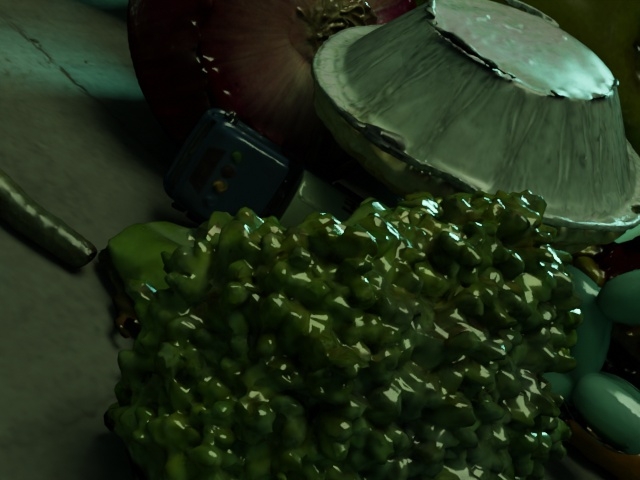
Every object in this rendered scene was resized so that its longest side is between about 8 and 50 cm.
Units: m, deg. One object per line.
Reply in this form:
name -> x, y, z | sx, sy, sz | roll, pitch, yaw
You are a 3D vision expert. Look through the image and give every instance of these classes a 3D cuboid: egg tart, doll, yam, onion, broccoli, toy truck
egg tart -> 0.108, -0.087, 0.629 | 0.234, 0.094, 0.234 | 16, 32, -10
doll -> 0.161, 0.047, 0.663 | 0.159, 0.159, 0.059 | 11, 6, 26
yam -> -0.216, -0.059, 0.535 | 0.234, 0.027, 0.029 | 35, -3, -3
onion -> -0.034, -0.154, 0.733 | 0.161, 0.248, 0.248 | 20, 14, 30
broccoli -> 0.011, 0.031, 0.476 | 0.242, 0.180, 0.273 | 6, 37, -47
toy truck -> 0.000, 0.000, 0.629 | 0.202, 0.074, 0.088 | 33, 5, -16

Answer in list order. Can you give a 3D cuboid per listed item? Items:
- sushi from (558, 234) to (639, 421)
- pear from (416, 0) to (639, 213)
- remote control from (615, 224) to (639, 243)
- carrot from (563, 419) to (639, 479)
sushi -> 0.234, 0.065, 0.751 | 0.172, 0.150, 0.153 | 40, 24, 8
pear -> 0.197, -0.155, 0.883 | 0.287, 0.287, 0.375 | 22, 4, -28
remote control -> 0.264, -0.014, 0.959 | 0.309, 0.038, 0.090 | -23, 51, -41
carrot -> 0.312, 0.213, 0.708 | 0.336, 0.069, 0.069 | 30, 24, 1
